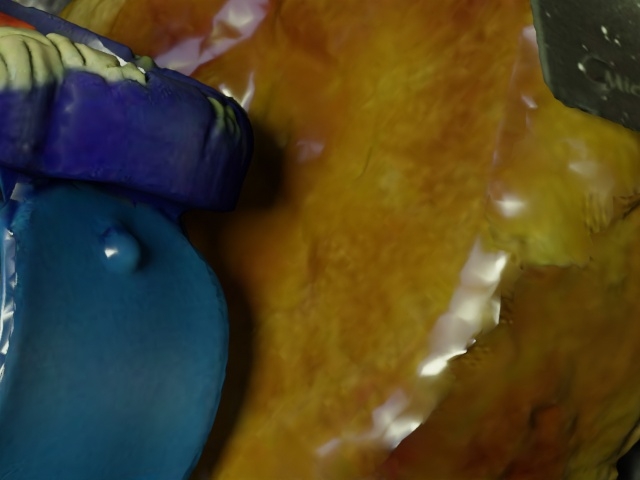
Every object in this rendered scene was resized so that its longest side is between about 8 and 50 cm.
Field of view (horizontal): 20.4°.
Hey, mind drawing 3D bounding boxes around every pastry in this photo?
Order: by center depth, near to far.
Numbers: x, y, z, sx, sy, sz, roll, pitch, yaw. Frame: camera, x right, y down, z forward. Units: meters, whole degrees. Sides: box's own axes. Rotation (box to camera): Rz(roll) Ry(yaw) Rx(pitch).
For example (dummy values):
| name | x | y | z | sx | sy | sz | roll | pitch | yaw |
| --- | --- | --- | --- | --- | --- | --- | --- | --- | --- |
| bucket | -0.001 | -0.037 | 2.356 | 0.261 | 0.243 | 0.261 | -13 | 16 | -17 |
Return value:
| name | x | y | z | sx | sy | sz | roll | pitch | yaw |
| --- | --- | --- | --- | --- | --- | --- | --- | --- | --- |
| pastry | 0.000 | 0.000 | 0.728 | 0.356 | 0.164 | 0.356 | -14 | 65 | 33 |

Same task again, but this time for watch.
| name | x | y | z | sx | sy | sz | roll | pitch | yaw |
| --- | --- | --- | --- | --- | --- | --- | --- | --- | --- |
| watch | -0.129 | 0.013 | 0.622 | 0.196 | 0.171 | 0.200 | 25 | 99 | 53 |

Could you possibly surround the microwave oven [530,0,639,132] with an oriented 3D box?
| name | x | y | z | sx | sy | sz | roll | pitch | yaw |
| --- | --- | --- | --- | --- | --- | --- | --- | --- | --- |
| microwave oven | 0.309 | -0.153 | 0.465 | 0.432 | 0.236 | 0.374 | 27 | 60 | 35 |
